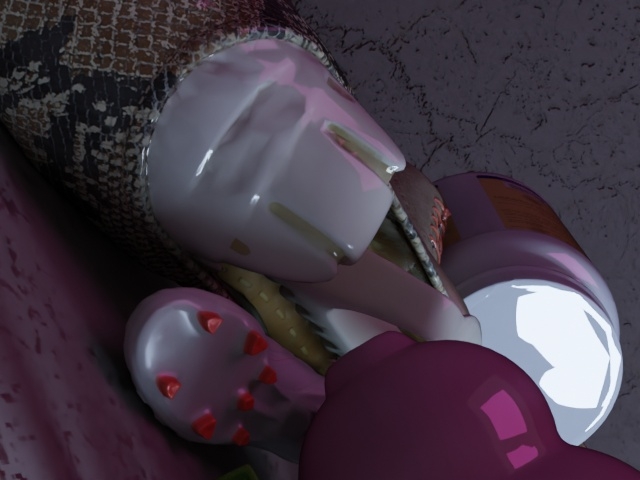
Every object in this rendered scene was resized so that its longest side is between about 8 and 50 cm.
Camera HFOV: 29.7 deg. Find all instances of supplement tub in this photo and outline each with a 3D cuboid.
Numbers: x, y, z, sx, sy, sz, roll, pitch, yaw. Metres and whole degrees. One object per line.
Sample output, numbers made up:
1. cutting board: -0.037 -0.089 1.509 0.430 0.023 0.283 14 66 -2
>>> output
1. supplement tub: 0.189 0.077 1.329 0.241 0.241 0.331 56 9 -17

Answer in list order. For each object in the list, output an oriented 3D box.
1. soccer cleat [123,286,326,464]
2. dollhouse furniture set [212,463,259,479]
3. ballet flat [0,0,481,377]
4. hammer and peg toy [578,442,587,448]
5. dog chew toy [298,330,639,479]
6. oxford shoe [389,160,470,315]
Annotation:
1. soccer cleat: -0.046 0.071 0.620 0.076 0.068 0.196 29 -6 38
2. dollhouse furniture set: -0.035 0.152 0.498 0.076 0.059 0.151 55 -14 32
3. ballet flat: 0.000 0.000 0.689 0.182 0.164 0.483 33 -13 41
4. hammer and peg toy: 0.377 0.445 1.519 0.361 0.127 0.266 55 9 -25
5. dog chew toy: 0.105 0.192 0.564 0.331 0.207 0.206 58 8 13
6. oxford shoe: 0.080 -0.013 1.182 0.348 0.130 0.123 -121 -154 -44
